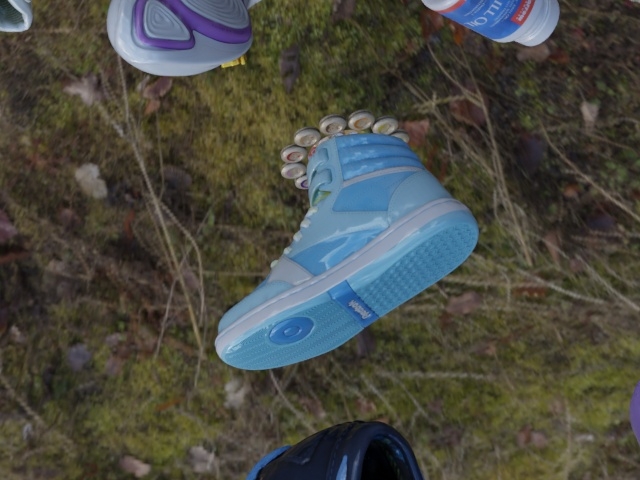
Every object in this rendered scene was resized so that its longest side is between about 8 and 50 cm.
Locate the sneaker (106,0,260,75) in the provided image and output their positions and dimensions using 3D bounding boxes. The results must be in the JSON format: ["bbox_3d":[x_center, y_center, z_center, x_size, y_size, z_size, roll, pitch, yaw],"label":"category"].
[{"bbox_3d":[-0.135,-0.205,0.894,0.152,0.305,0.114,-32,106,25],"label":"sneaker"}]

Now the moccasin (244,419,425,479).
[{"bbox_3d":[0.033,0.247,0.427,0.138,0.342,0.117,-1,150,-39],"label":"moccasin"}]

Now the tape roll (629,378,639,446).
[{"bbox_3d":[0.298,0.117,0.591,0.189,0.080,0.189,-5,135,-5],"label":"tape roll"}]

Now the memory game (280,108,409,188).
[{"bbox_3d":[0.033,-0.119,1.310,0.186,0.012,0.186,-9,151,-5],"label":"memory game"}]

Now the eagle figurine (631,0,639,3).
[{"bbox_3d":[0.559,-0.442,1.249,0.225,0.226,0.298,26,116,24],"label":"eagle figurine"}]

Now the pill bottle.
[{"bbox_3d":[0.273,-0.387,1.498,0.221,0.124,0.124,14,118,-35],"label":"pill bottle"}]

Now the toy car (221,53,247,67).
[{"bbox_3d":[-0.113,-0.255,1.119,0.040,0.122,0.060,-11,131,7],"label":"toy car"}]

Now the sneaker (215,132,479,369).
[{"bbox_3d":[0.000,0.000,1.088,0.319,0.208,0.127,-29,146,1],"label":"sneaker"}]

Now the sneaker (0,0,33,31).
[{"bbox_3d":[-0.344,-0.282,1.016,0.108,0.292,0.169,-34,79,19],"label":"sneaker"}]
